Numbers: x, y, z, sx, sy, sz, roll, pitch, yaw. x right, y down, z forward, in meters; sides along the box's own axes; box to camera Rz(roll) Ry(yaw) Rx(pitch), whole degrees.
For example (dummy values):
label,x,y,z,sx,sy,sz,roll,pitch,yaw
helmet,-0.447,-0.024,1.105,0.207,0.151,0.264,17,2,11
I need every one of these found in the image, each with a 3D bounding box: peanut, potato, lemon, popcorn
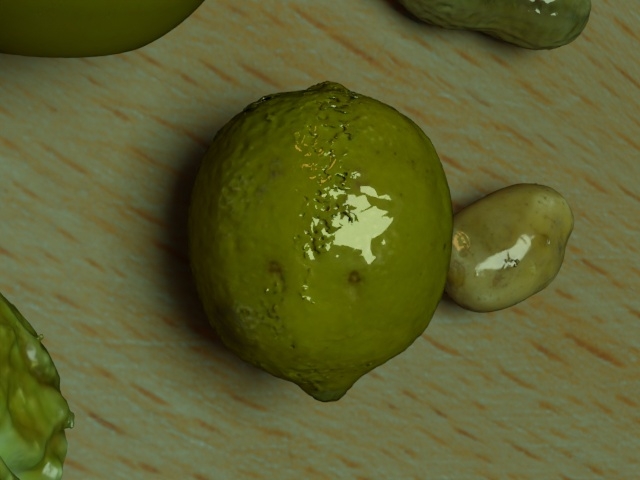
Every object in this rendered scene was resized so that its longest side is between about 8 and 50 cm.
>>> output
label,x,y,z,sx,sy,sz,roll,pitch,yaw
peanut,0.174,-0.283,2.122,0.274,0.111,0.125,12,75,-34
potato,0.197,0.009,2.116,0.178,0.109,0.118,-29,125,-27
lemon,0.000,0.000,1.889,0.258,0.258,0.310,2,90,-35
popcorn,-0.335,0.157,1.640,0.282,0.247,0.282,46,25,-29

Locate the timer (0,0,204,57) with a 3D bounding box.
label,x,y,z,sx,sy,sz,roll,pitch,yaw
timer,-0.227,-0.359,1.693,0.376,0.376,0.387,-13,112,-35
